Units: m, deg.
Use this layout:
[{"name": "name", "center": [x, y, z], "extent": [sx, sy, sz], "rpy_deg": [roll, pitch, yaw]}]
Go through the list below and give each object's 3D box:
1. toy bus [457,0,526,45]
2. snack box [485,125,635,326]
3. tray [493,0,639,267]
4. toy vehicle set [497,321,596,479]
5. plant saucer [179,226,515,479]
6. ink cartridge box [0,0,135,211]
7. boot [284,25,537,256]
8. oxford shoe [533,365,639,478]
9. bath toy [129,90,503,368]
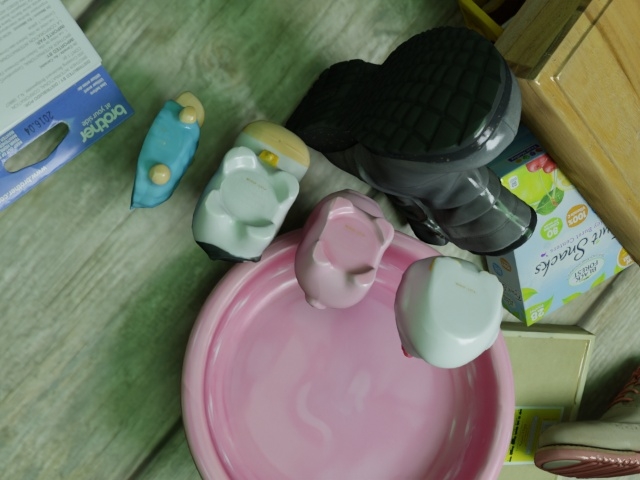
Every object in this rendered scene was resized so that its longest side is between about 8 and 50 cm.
[{"name": "toy bus", "center": [0.202, -0.212, 0.860], "extent": [0.191, 0.104, 0.202], "rpy_deg": [-14, 146, -37]}, {"name": "snack box", "center": [0.264, -0.034, 0.935], "extent": [0.174, 0.070, 0.207], "rpy_deg": [-29, 126, -13]}, {"name": "tray", "center": [0.338, -0.123, 0.842], "extent": [0.411, 0.076, 0.203], "rpy_deg": [38, 88, -41]}, {"name": "toy vehicle set", "center": [0.229, 0.231, 1.025], "extent": [0.166, 0.035, 0.266], "rpy_deg": [6, 101, -23]}, {"name": "plant saucer", "center": [0.026, 0.149, 0.843], "extent": [0.332, 0.084, 0.332], "rpy_deg": [3, 77, -14]}, {"name": "ink cartridge box", "center": [-0.314, -0.179, 0.677], "extent": [0.186, 0.065, 0.311], "rpy_deg": [-43, 113, -21]}, {"name": "boot", "center": [0.121, -0.068, 0.747], "extent": [0.223, 0.338, 0.118], "rpy_deg": [38, 87, -22]}, {"name": "oxford shoe", "center": [0.388, 0.221, 1.048], "extent": [0.348, 0.123, 0.130], "rpy_deg": [5, 70, -35]}, {"name": "bath toy", "center": [0.000, 0.000, 0.764], "extent": [0.348, 0.129, 0.151], "rpy_deg": [31, 61, -3]}]
